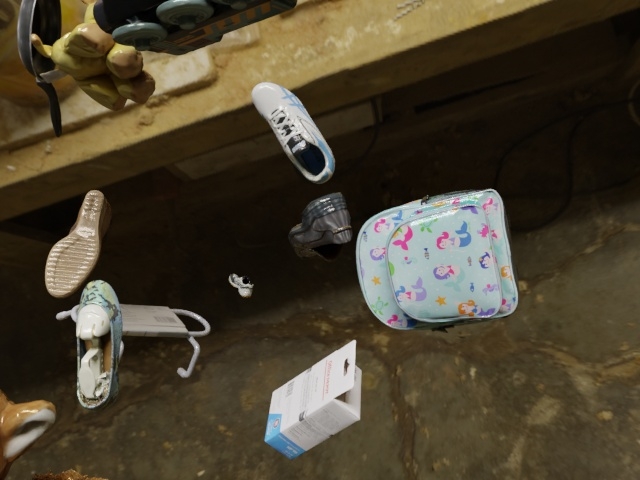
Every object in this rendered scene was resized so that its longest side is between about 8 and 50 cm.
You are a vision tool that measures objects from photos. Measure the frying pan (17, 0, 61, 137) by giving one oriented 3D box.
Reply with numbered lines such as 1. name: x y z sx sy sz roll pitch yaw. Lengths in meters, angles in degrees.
1. frying pan: -0.561 -0.384 1.406 0.053 0.326 0.197 8 63 -8

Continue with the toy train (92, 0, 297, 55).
1. toy train: -0.159 -0.354 0.959 0.333 0.190 0.142 -11 90 31

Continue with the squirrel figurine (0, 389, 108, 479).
1. squirrel figurine: -0.357 0.321 0.670 0.280 0.397 0.371 -1 74 29

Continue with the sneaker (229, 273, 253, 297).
1. sneaker: -0.170 0.090 1.495 0.083 0.031 0.037 38 114 44

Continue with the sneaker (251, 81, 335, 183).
1. sneaker: -0.052 -0.217 1.368 0.085 0.086 0.237 -36 99 14

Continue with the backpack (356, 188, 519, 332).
1. backpack: 0.186 0.037 1.126 0.253 0.191 0.225 -9 92 19

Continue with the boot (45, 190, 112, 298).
1. boot: -0.492 0.037 1.428 0.090 0.207 0.249 16 61 -6

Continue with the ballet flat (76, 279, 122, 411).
1. ballet flat: -0.320 0.152 0.979 0.070 0.070 0.189 -5 89 8

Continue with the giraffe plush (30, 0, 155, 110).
1. giraffe plush: -0.364 -0.343 1.176 0.210 0.181 0.171 9 59 23

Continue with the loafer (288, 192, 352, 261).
1. loafer: 0.000 0.000 0.867 0.062 0.170 0.061 -20 77 -14

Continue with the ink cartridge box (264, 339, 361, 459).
1. ink cartridge box: 0.002 0.112 0.480 0.083 0.048 0.028 -37 114 26

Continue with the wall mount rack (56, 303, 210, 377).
1. wall mount rack: -0.450 0.208 1.611 0.304 0.350 0.131 36 108 43
